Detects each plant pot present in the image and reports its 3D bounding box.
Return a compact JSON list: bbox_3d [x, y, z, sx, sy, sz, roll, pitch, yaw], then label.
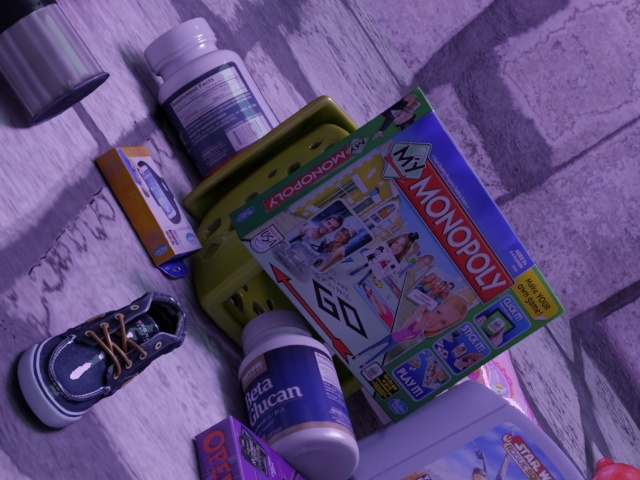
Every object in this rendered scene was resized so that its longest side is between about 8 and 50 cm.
[{"bbox_3d":[0.000,0.000,1.622,0.228,0.227,0.207,45,13,-40],"label":"plant pot"}]

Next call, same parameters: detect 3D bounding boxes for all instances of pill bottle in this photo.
[{"bbox_3d":[-0.027,0.150,1.469,0.094,0.094,0.169,44,20,-43],"label":"pill bottle"},{"bbox_3d":[-0.119,-0.152,1.735,0.180,0.108,0.108,60,15,4],"label":"pill bottle"}]

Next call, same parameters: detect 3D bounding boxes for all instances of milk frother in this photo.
[{"bbox_3d":[-0.232,-0.198,1.391,0.135,0.143,0.129,56,8,-3],"label":"milk frother"}]

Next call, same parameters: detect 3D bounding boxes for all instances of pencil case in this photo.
[{"bbox_3d":[0.251,0.269,2.078,0.284,0.124,0.124,62,15,14],"label":"pencil case"}]

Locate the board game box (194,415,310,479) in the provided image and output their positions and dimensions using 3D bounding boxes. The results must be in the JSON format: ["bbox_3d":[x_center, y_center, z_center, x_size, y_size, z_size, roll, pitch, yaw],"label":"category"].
[{"bbox_3d":[-0.007,0.330,1.280,0.208,0.056,0.347,40,24,-40],"label":"board game box"}]

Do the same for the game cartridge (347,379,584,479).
[{"bbox_3d":[0.165,0.273,1.540,0.297,0.198,0.062,52,-13,40],"label":"game cartridge"}]

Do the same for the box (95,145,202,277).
[{"bbox_3d":[-0.162,-0.028,1.511,0.136,0.028,0.081,58,15,4],"label":"box"}]

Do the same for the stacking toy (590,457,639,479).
[{"bbox_3d":[0.375,0.457,2.006,0.309,0.130,0.279,-61,156,-29],"label":"stacking toy"}]

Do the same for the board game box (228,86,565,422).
[{"bbox_3d":[0.083,0.024,1.504,0.317,0.213,0.046,51,9,-40],"label":"board game box"}]

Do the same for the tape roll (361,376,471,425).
[{"bbox_3d":[0.194,0.257,1.831,0.392,0.072,0.392,44,7,-7],"label":"tape roll"}]

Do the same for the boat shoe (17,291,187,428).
[{"bbox_3d":[-0.163,0.082,1.181,0.065,0.083,0.183,58,15,-3],"label":"boat shoe"}]
